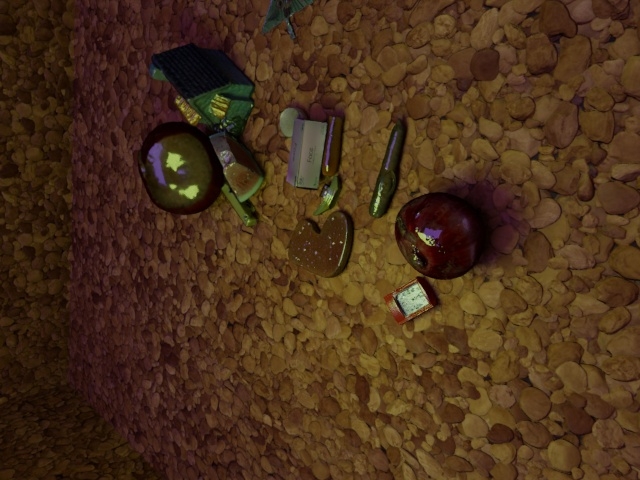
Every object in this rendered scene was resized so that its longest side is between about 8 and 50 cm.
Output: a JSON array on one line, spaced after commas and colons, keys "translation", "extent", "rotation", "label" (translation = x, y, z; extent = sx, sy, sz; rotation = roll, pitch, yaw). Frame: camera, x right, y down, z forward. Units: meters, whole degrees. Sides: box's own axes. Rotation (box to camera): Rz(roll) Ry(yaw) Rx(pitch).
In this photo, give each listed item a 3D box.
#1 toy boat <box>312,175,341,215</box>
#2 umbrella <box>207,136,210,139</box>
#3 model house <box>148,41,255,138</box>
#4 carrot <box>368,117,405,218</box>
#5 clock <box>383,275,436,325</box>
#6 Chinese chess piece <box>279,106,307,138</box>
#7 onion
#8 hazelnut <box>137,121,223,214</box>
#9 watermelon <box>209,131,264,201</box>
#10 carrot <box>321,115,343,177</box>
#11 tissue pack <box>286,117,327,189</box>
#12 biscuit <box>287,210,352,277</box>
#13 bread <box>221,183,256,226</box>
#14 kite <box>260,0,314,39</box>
[{"translation": [0.025, -0.163, 1.814], "extent": [0.066, 0.065, 0.172], "rotation": [32, 108, 17], "label": "toy boat"}, {"translation": [-0.530, -0.466, 2.246], "extent": [0.188, 0.046, 0.050], "rotation": [24, 105, 40], "label": "umbrella"}, {"translation": [-0.514, -0.614, 2.022], "extent": [0.360, 0.339, 0.297], "rotation": [50, 122, 22], "label": "model house"}, {"translation": [0.230, -0.238, 1.637], "extent": [0.070, 0.070, 0.342], "rotation": [25, 110, 34], "label": "carrot"}, {"translation": [0.306, 0.201, 1.642], "extent": [0.155, 0.061, 0.113], "rotation": [-37, 73, 33], "label": "clock"}, {"translation": [-0.104, -0.456, 1.890], "extent": [0.122, 0.051, 0.122], "rotation": [5, 97, 39], "label": "Chinese chess piece"}, {"translation": [0.348, -0.012, 1.451], "extent": [0.276, 0.276, 0.276], "rotation": [7, 101, 39], "label": "onion"}, {"translation": [-0.617, -0.312, 2.140], "extent": [0.359, 0.359, 0.409], "rotation": [-15, 95, 40], "label": "hazelnut"}, {"translation": [-0.349, -0.329, 2.019], "extent": [0.148, 0.226, 0.318], "rotation": [-28, 84, 5], "label": "watermelon"}, {"translation": [0.040, -0.339, 1.778], "extent": [0.067, 0.067, 0.225], "rotation": [17, 105, 37], "label": "carrot"}, {"translation": [-0.056, -0.323, 1.807], "extent": [0.148, 0.092, 0.246], "rotation": [-137, 52, -65], "label": "tissue pack"}, {"translation": [0.001, 0.000, 1.870], "extent": [0.277, 0.052, 0.262], "rotation": [19, 103, 37], "label": "biscuit"}, {"translation": [-0.340, -0.156, 2.106], "extent": [0.049, 0.088, 0.226], "rotation": [-49, 67, 30], "label": "bread"}, {"translation": [-0.132, -0.904, 1.872], "extent": [0.323, 0.013, 0.268], "rotation": [-10, 89, 41], "label": "kite"}]
